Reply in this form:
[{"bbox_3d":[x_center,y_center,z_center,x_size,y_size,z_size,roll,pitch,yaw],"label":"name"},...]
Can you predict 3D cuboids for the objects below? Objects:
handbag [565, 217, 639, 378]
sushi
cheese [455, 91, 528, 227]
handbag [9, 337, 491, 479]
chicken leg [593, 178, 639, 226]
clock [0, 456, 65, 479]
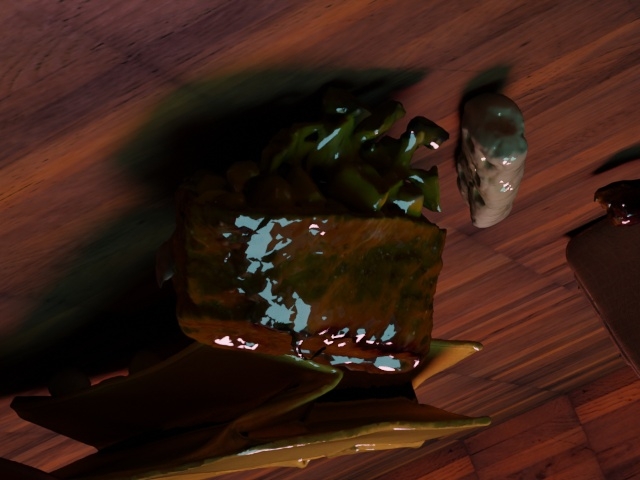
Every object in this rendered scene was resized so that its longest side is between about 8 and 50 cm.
[{"bbox_3d":[0.379,0.055,1.685,0.151,0.193,0.072,-31,165,12],"label":"handbag"},{"bbox_3d":[-0.001,-0.001,1.055,0.296,0.179,0.167,15,166,-42],"label":"sushi"},{"bbox_3d":[0.133,-0.059,1.180,0.043,0.065,0.194,-15,166,-2],"label":"cheese"},{"bbox_3d":[-0.074,0.155,1.329,0.283,0.133,0.401,6,161,-37],"label":"handbag"},{"bbox_3d":[0.463,-0.081,1.525,0.407,0.096,0.158,-20,163,-8],"label":"chicken leg"},{"bbox_3d":[-0.340,0.233,1.240,0.318,0.080,0.318,5,158,2],"label":"clock"}]
